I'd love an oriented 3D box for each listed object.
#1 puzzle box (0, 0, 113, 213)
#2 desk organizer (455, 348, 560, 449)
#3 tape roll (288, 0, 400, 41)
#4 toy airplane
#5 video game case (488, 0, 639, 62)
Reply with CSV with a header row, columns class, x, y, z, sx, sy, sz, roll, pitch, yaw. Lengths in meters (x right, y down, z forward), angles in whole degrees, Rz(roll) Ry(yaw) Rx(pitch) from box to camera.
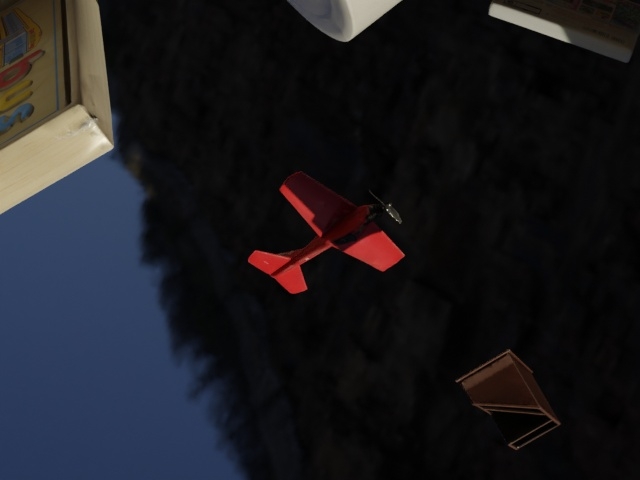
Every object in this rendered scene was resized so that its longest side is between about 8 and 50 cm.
class,x,y,z,sx,sy,sz,roll,pitch,yaw
puzzle box,-0.323,-0.130,1.392,0.052,0.272,0.409,56,-172,-32
desk organizer,0.147,0.125,1.176,0.050,0.047,0.130,61,-172,18
tape roll,0.013,-0.307,1.236,0.246,0.169,0.246,50,172,9
toy airplane,0.000,0.000,1.317,0.151,0.151,0.028,18,-133,-21
video game case,0.270,-0.249,1.653,0.157,0.019,0.143,21,-148,8
